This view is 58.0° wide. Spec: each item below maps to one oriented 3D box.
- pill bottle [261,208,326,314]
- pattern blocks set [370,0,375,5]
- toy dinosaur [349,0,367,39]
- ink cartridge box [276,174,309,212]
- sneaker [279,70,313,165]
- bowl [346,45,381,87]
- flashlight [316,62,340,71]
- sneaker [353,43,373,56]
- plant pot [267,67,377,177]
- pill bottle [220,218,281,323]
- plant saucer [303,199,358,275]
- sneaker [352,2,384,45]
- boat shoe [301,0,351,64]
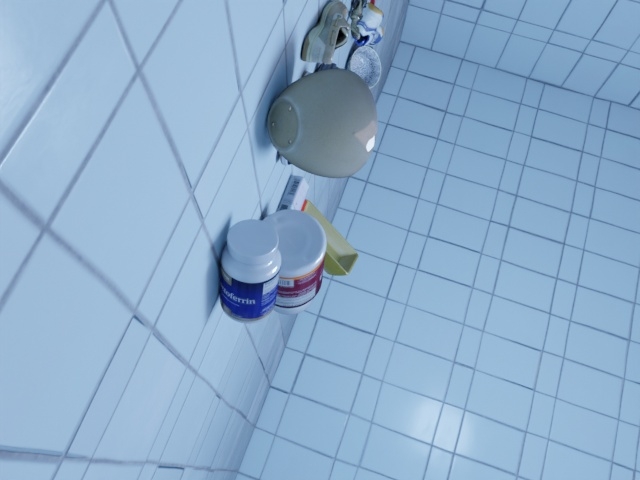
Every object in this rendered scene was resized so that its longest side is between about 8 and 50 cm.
[{"bbox_3d":[-0.100,0.087,1.875,0.392,0.224,0.224,97,13,-63],"label":"pill bottle"},{"bbox_3d":[0.226,-1.064,2.121,0.325,0.026,0.285,91,10,-71],"label":"pattern blocks set"},{"bbox_3d":[0.143,-0.858,2.055,0.118,0.064,0.268,93,12,-79],"label":"toy dinosaur"},{"bbox_3d":[-0.084,-0.100,2.050,0.232,0.066,0.189,51,56,-63],"label":"ink cartridge box"},{"bbox_3d":[-0.015,-0.341,1.694,0.099,0.153,0.282,-3,111,-83],"label":"sneaker"},{"bbox_3d":[0.165,-0.717,2.403,0.170,0.080,0.170,-7,102,-37],"label":"bowl"},{"bbox_3d":[-0.010,-0.409,1.817,0.103,0.103,0.304,44,62,-54],"label":"flashlight"},{"bbox_3d":[0.197,-0.791,2.537,0.258,0.091,0.094,-26,134,-81],"label":"sneaker"},{"bbox_3d":[-0.023,-0.293,1.466,0.191,0.284,0.284,-12,128,-41],"label":"plant pot"},{"bbox_3d":[-0.180,0.080,1.482,0.264,0.153,0.153,101,9,-46],"label":"pill bottle"},{"bbox_3d":[0.000,0.000,2.341,0.081,0.333,0.333,-43,-178,16],"label":"plant saucer"},{"bbox_3d":[0.175,-0.833,2.302,0.131,0.112,0.296,-54,173,3],"label":"sneaker"},{"bbox_3d":[0.037,-0.596,1.665,0.109,0.098,0.302,102,9,-46],"label":"boat shoe"}]
